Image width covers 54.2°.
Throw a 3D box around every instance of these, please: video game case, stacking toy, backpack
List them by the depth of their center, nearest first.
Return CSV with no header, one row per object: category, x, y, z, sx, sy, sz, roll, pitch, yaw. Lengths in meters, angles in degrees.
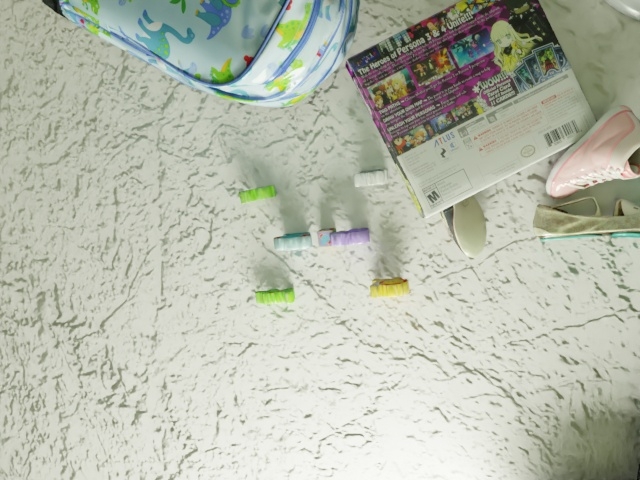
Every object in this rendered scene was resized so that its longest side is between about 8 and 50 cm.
backpack,-0.127,-0.304,0.735,0.356,0.273,0.290,35,100,-7
video game case,0.178,-0.169,0.739,0.232,0.042,0.210,-28,93,1
stacking toy,0.000,0.000,0.842,0.221,0.052,0.166,-6,98,16

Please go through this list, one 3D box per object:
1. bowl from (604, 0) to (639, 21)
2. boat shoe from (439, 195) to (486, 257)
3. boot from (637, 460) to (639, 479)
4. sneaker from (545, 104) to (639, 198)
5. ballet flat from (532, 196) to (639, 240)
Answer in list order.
bowl,0.408,-0.374,0.626,0.298,0.134,0.297,2,101,13
boat shoe,0.170,-0.044,0.796,0.049,0.043,0.137,-24,97,-24
boot,0.394,0.219,0.729,0.367,0.146,0.445,8,106,3
sneaker,0.320,-0.082,0.717,0.134,0.051,0.070,-56,43,37
ballet flat,0.343,-0.027,0.749,0.168,0.057,0.052,-1,90,14
